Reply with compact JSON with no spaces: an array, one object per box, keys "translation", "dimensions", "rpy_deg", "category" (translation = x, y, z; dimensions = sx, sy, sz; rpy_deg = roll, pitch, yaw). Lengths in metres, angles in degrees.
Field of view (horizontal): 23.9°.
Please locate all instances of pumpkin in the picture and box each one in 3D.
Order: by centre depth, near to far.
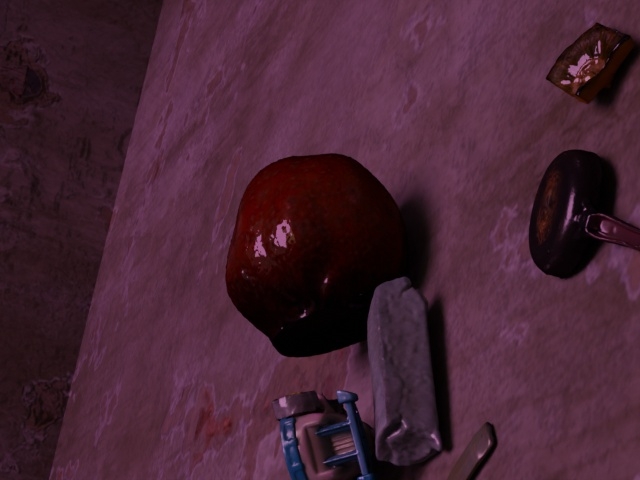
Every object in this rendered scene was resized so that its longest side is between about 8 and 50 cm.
[{"translation":[0.248,-0.159,1.363],"dimensions":[0.073,0.035,0.101],"rpy_deg":[-56,18,11],"category":"pumpkin"}]

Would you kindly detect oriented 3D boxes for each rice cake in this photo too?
[{"translation":[0.081,0.134,1.509],"dimensions":[0.069,0.063,0.206],"rpy_deg":[101,171,-49],"category":"rice cake"}]

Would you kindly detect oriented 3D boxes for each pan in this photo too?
[{"translation":[0.225,-0.015,1.277],"dimensions":[0.212,0.040,0.114],"rpy_deg":[-141,65,-71],"category":"pan"}]

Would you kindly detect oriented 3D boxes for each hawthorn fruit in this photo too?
[{"translation":[0.000,0.000,1.688],"dimensions":[0.215,0.215,0.249],"rpy_deg":[-57,16,39],"category":"hawthorn fruit"}]

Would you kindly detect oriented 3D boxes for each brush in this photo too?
[{"translation":[0.108,0.237,1.395],"dimensions":[0.033,0.030,0.178],"rpy_deg":[-84,19,-61],"category":"brush"}]

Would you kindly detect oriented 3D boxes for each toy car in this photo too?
[{"translation":[0.028,0.211,1.534],"dimensions":[0.098,0.161,0.126],"rpy_deg":[-18,77,23],"category":"toy car"}]

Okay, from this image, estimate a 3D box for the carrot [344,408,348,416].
[{"translation":[0.016,0.253,1.642],"dimensions":[0.035,0.036,0.165],"rpy_deg":[129,155,-48],"category":"carrot"}]
